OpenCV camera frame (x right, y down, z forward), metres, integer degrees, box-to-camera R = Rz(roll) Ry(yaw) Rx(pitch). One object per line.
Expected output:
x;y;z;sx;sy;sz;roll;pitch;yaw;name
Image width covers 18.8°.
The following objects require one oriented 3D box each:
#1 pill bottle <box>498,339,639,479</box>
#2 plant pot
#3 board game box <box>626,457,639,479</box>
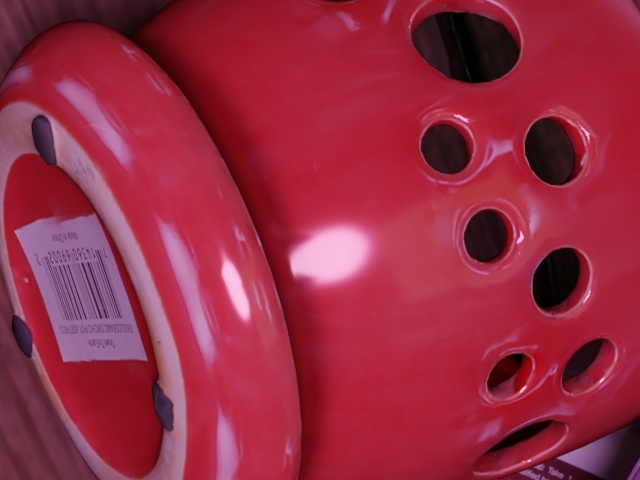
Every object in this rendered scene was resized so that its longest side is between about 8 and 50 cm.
0.083;0.113;0.724;0.086;0.086;0.152;30;81;-37;pill bottle
0.000;0.000;0.618;0.174;0.191;0.191;-22;111;-26;plant pot
0.168;0.132;0.732;0.208;0.056;0.347;-56;153;-4;board game box
